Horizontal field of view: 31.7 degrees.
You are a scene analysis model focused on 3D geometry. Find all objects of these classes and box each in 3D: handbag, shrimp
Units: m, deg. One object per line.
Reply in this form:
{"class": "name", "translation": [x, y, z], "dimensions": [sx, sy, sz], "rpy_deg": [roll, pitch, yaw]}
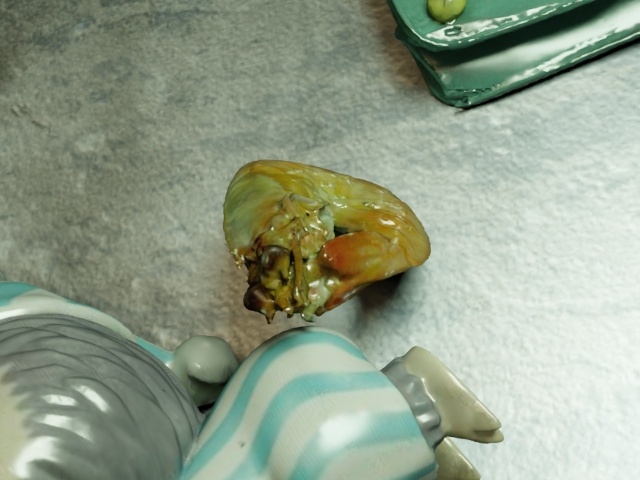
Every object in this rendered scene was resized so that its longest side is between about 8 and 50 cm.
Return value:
{"class": "handbag", "translation": [0.155, -0.263, 0.859], "dimensions": [0.269, 0.100, 0.274], "rpy_deg": [-21, 62, 9]}
{"class": "shrimp", "translation": [0.000, -0.001, 0.727], "dimensions": [0.145, 0.267, 0.061], "rpy_deg": [17, 104, 1]}

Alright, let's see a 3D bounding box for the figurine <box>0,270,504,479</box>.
{"class": "figurine", "translation": [-0.149, 0.091, 0.695], "dimensions": [0.361, 0.266, 0.377], "rpy_deg": [-31, 69, -15]}
